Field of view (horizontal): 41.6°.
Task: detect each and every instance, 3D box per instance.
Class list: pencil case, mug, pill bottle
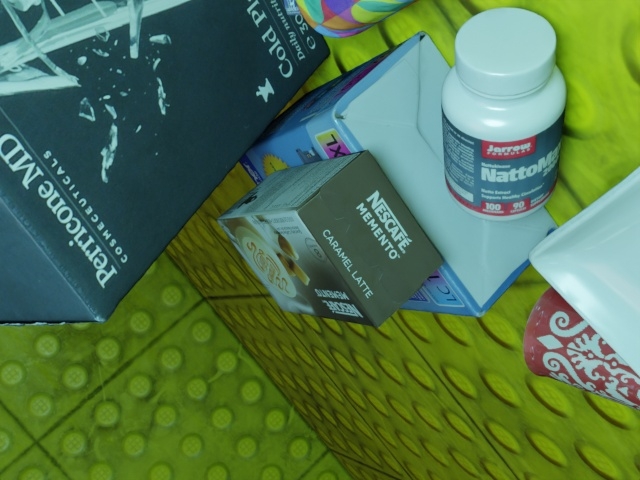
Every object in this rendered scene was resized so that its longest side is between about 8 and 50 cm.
[{"bbox_3d":[0.053,-0.249,0.742,0.104,0.104,0.236,54,160,-15],"label":"pencil case"},{"bbox_3d":[0.303,0.107,0.857,0.169,0.113,0.150,22,159,47],"label":"mug"},{"bbox_3d":[0.162,-0.110,0.750,0.108,0.108,0.180,37,159,31],"label":"pill bottle"}]

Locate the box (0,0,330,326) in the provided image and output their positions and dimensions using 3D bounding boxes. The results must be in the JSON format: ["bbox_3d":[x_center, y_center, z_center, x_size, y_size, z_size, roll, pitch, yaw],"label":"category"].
[{"bbox_3d":[-0.299,-0.243,0.856,0.297,0.472,0.480,-4,129,40],"label":"box"}]

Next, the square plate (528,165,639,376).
[{"bbox_3d":[0.370,0.059,0.637,0.347,0.049,0.344,46,150,7],"label":"square plate"}]

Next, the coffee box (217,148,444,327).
[{"bbox_3d":[0.000,0.000,0.884,0.141,0.098,0.246,54,161,-15],"label":"coffee box"}]

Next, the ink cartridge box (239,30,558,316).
[{"bbox_3d":[0.060,-0.059,1.028,0.270,0.151,0.395,53,163,-12],"label":"ink cartridge box"}]
